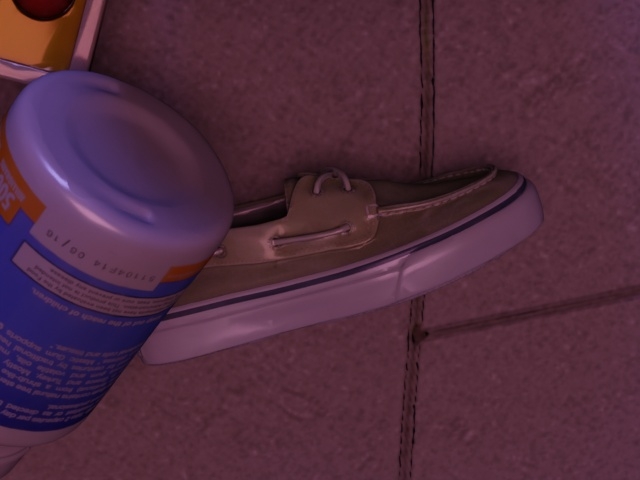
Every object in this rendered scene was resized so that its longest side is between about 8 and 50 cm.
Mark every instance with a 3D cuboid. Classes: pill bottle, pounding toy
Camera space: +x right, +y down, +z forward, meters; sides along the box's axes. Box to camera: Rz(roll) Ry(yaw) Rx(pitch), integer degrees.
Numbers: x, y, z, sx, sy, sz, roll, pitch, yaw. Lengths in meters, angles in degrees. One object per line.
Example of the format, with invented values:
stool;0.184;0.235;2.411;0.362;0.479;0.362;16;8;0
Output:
pill bottle;-0.185;0.036;0.946;0.152;0.152;0.272;32;121;-13
pounding toy;-0.161;-0.202;0.940;0.181;0.094;0.206;15;104;-9

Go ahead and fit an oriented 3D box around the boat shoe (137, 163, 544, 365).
boat shoe;0.000;0.000;1.006;0.302;0.109;0.094;-19;104;2
